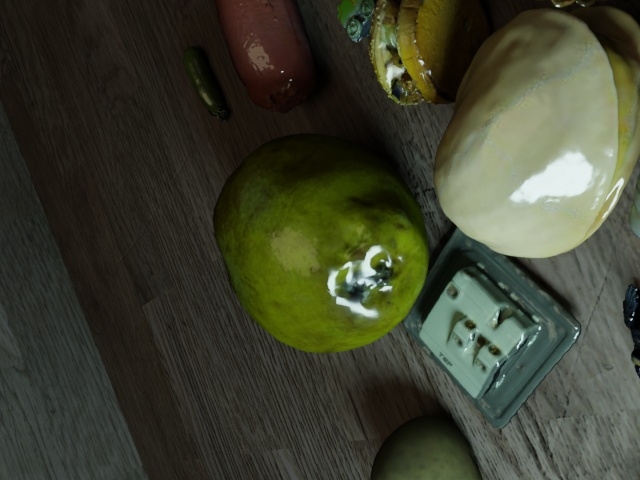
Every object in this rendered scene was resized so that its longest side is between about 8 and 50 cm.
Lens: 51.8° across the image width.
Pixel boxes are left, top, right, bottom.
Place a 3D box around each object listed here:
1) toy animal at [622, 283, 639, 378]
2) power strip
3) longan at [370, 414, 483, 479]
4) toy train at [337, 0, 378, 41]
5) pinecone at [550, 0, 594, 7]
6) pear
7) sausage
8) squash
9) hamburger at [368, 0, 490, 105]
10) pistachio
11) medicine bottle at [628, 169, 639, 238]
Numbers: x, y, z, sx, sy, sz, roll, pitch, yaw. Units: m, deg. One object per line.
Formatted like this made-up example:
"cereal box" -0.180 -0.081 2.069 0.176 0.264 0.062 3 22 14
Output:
"toy animal" 0.411 0.112 0.833 0.062 0.108 0.220 14 150 41
"power strip" 0.242 0.140 1.044 0.257 0.092 0.251 48 139 31
"longan" 0.183 0.419 1.146 0.196 0.196 0.220 -6 97 50
"toy train" 0.097 -0.396 1.019 0.202 0.060 0.081 -45 65 46
"pinecone" 0.294 -0.343 0.664 0.212 0.168 0.186 -38 48 42
"pear" 0.000 0.000 1.080 0.413 0.352 0.352 19 119 51
"sausage" -0.098 -0.368 1.184 0.152 0.152 0.280 -18 90 50
"squash" -0.255 -0.344 1.452 0.052 0.052 0.183 -29 86 50
"hamburger" 0.146 -0.285 0.911 0.118 0.182 0.191 10 129 41
"pistachio" 0.263 -0.122 0.801 0.238 0.229 0.321 44 137 37
"medicine bottle" 0.432 -0.149 0.634 0.190 0.190 0.332 25 123 41
